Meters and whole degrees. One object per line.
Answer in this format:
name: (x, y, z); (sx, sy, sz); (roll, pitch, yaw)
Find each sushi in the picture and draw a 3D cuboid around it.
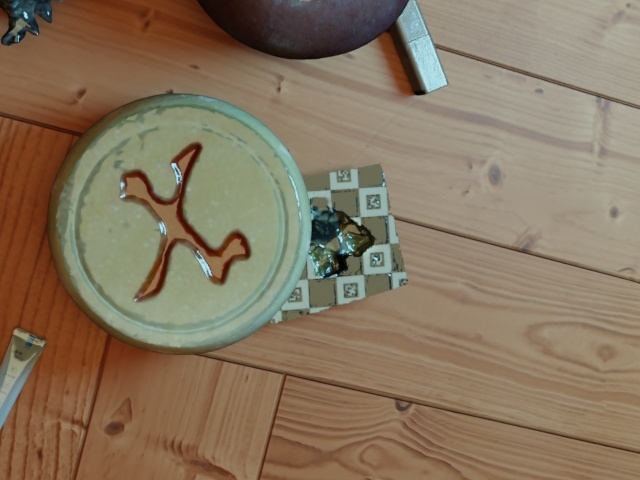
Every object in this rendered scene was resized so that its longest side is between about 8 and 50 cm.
sushi: (0.000, 0.000, 1.786); (0.210, 0.040, 0.192); (-13, 94, -11)

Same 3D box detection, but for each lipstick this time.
lipstick: (0.129, -0.276, 1.799); (0.045, 0.045, 0.145); (-25, 100, -10)

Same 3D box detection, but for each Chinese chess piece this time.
Chinese chess piece: (-0.180, -0.021, 1.668); (0.338, 0.140, 0.338); (0, 93, -5)

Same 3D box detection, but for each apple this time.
apple: (-0.025, -0.371, 1.656); (0.306, 0.235, 0.305); (0, 92, -13)

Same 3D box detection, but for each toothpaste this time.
toothpaste: (-0.422, 0.210, 1.703); (0.048, 0.031, 0.190); (26, 84, -12)

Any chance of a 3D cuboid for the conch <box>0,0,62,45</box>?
conch: (-0.329, -0.392, 1.576); (0.241, 0.186, 0.313); (-18, 127, -53)
